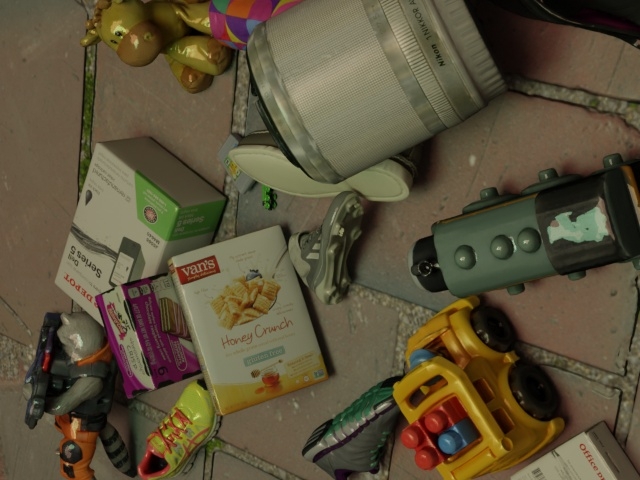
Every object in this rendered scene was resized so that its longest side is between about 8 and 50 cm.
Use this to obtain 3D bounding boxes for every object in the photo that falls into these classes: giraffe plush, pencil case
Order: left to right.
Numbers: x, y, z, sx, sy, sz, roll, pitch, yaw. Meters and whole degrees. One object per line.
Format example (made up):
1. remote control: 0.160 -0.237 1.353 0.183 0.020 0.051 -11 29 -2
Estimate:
1. giraffe plush: -0.249 -0.316 1.745 0.210 0.170 0.181 35 119 28
2. pencil case: -0.042 -0.300 1.636 0.236 0.104 0.104 16 109 33

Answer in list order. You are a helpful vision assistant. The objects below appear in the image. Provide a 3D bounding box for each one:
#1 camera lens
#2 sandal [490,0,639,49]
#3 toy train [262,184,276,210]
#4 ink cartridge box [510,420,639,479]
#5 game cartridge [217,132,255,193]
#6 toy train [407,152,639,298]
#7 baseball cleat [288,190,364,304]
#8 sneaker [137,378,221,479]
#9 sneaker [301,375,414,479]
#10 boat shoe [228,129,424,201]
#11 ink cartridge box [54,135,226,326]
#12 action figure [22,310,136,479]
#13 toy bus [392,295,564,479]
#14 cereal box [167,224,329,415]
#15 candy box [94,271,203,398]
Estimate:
1. camera lens: 0.063 -0.211 1.442 0.274 0.219 0.219 -25 82 13
2. sandal: 0.328 -0.297 1.334 0.445 0.107 0.168 30 116 30
3. toy train: -0.078 -0.086 1.756 0.023 0.017 0.083 15 108 46
4. ink cartridge box: 0.323 0.303 1.493 0.135 0.056 0.099 -41 74 36
5. game cartridge: -0.122 -0.118 1.776 0.056 0.017 0.083 -50 61 36
6. toy train: 0.260 -0.010 1.393 0.334 0.190 0.142 -15 89 39
7. baseball cleat: 0.000 0.000 1.650 0.109 0.072 0.206 37 137 28
8. sneaker: -0.232 0.314 1.909 0.081 0.094 0.209 39 119 27
9. sneaker: 0.075 0.274 1.687 0.098 0.083 0.223 46 129 -6
10. boat shoe: 0.007 -0.120 1.630 0.305 0.109 0.091 8 63 38
11. ink cartridge box: -0.289 0.003 1.877 0.198 0.114 0.273 37 120 27
12. action figure: -0.398 0.250 1.993 0.341 0.178 0.330 -104 16 -60
13. toy bus: 0.166 0.200 1.499 0.149 0.211 0.220 -43 71 37
14. cereal box: -0.105 0.114 1.722 0.047 0.173 0.240 155 97 -71
15. candy box: -0.203 0.124 1.758 0.071 0.233 0.159 -22 86 40
